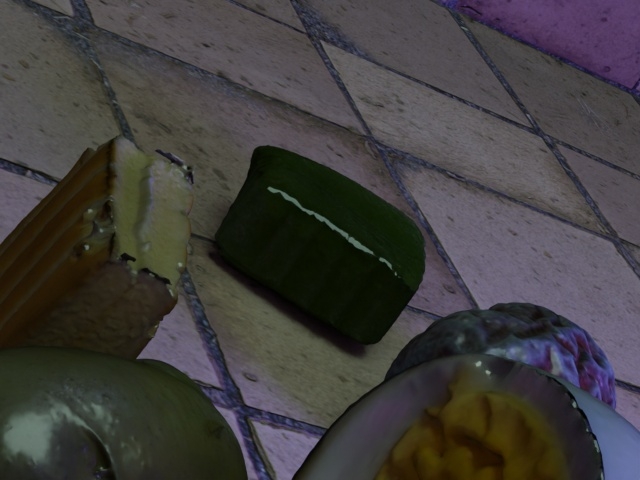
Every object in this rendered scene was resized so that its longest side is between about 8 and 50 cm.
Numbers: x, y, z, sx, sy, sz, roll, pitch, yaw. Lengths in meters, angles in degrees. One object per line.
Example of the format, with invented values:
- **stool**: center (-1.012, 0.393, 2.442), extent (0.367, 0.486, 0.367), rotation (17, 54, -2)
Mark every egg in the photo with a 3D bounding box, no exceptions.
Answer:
- **egg**: center (0.176, 0.310, 1.541), extent (0.340, 0.354, 0.354), rotation (38, 16, -37)

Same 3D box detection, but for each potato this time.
- **potato**: center (-0.188, 0.202, 1.371), extent (0.326, 0.221, 0.243), rotation (12, 59, -51)

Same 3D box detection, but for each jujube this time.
- **jujube**: center (0.201, 0.176, 2.014), extent (0.226, 0.226, 0.317), rotation (43, 18, 21)

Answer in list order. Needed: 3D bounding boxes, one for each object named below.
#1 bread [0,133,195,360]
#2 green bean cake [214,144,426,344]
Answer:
- **bread**: center (-0.216, 0.046, 1.636), extent (0.111, 0.246, 0.239), rotation (35, 21, -22)
- **green bean cake**: center (0.000, 0.000, 2.199), extent (0.248, 0.125, 0.222), rotation (35, 20, -6)
